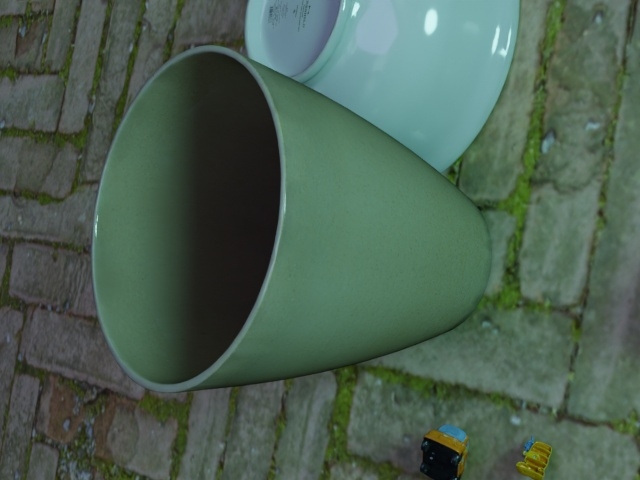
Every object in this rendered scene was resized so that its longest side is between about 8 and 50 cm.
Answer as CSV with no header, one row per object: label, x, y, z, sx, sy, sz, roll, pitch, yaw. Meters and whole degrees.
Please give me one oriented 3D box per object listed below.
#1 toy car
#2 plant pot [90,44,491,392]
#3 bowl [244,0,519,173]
toy car,0.136,0.176,0.975,0.122,0.060,0.040,8,44,35
plant pot,0.000,0.000,0.973,0.256,0.274,0.256,-14,72,49
bowl,0.026,-0.195,1.095,0.298,0.134,0.297,-14,71,48
